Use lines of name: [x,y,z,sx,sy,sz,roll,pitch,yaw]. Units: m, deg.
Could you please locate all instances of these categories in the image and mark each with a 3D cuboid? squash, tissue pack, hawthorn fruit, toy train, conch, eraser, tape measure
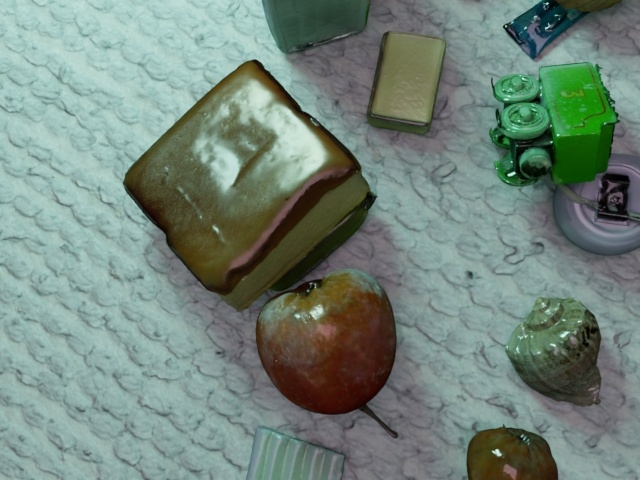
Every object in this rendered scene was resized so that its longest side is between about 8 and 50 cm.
squash: [0.000,0.000,1.226,0.252,0.066,0.066,-40,79,0]
tissue pack: [-0.039,-0.590,1.185,0.206,0.332,0.404,-13,80,1]
hawthorn fruit: [0.309,0.385,1.102,0.149,0.149,0.188,-12,103,5]
tissue pack: [0.413,-0.405,1.256,0.138,0.028,0.085,-40,80,3]
hawthorn fruit: [0.005,0.172,1.118,0.235,0.231,0.262,4,77,18]
toy train: [0.379,-0.193,1.139,0.188,0.132,0.243,-3,43,11]
conch: [0.396,0.188,1.150,0.155,0.130,0.207,-20,104,37]
eraser: [0.156,-0.286,1.253,0.117,0.058,0.172,11,83,9]
tape measure: [0.493,-0.064,1.157,0.196,0.105,0.178,1,82,6]

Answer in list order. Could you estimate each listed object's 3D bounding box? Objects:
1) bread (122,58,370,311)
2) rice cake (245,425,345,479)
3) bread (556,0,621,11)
bread: [-0.128,-0.101,1.191,0.333,0.143,0.323,-44,63,-1]
rice cake: [-0.052,0.440,1.183,0.190,0.037,0.198,18,85,9]
bread: [0.486,-0.520,1.150,0.274,0.274,0.149,-55,35,-3]
